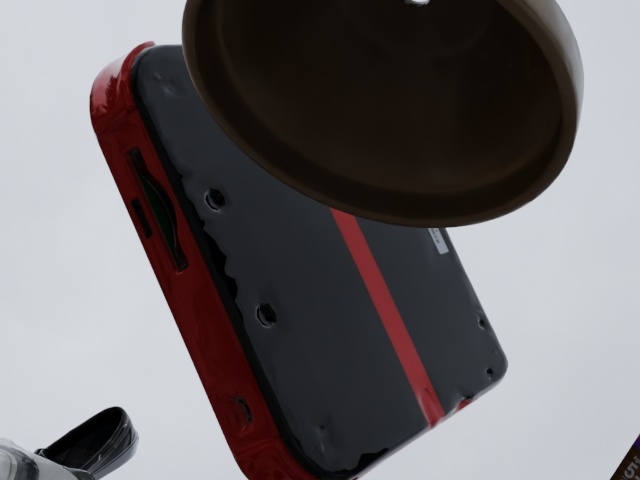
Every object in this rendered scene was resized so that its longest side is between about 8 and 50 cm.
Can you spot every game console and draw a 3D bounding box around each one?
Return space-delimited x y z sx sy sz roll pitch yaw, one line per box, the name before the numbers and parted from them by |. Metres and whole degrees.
game console | 0.000 0.000 0.732 0.060 0.342 0.386 -29 -98 37

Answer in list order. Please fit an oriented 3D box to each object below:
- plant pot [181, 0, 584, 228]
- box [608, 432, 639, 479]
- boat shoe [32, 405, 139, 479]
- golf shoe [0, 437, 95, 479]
plant pot | 0.045 -0.120 0.513 0.237 0.109 0.237 17 -32 11
box | 0.320 0.255 0.582 0.057 0.293 0.200 26 -82 -34
boat shoe | -0.320 0.278 1.003 0.080 0.229 0.076 33 -41 36
golf shoe | -0.157 0.117 0.346 0.086 0.067 0.186 0 -11 -36
